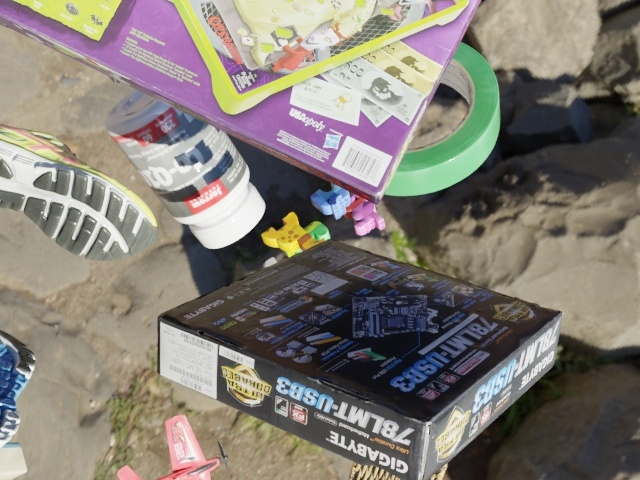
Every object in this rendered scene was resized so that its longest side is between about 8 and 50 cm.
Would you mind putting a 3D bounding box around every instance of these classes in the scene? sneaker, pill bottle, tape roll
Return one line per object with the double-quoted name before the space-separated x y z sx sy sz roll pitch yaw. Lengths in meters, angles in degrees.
"sneaker" -0.278 0.145 0.680 0.071 0.083 0.190 31 12 -11
"pill bottle" -0.223 -0.132 1.484 0.283 0.161 0.161 56 37 -30
"tape roll" 0.160 -0.231 1.564 0.322 0.077 0.321 -6 58 10
"sneaker" -0.241 -0.058 0.798 0.209 0.081 0.094 28 28 -10

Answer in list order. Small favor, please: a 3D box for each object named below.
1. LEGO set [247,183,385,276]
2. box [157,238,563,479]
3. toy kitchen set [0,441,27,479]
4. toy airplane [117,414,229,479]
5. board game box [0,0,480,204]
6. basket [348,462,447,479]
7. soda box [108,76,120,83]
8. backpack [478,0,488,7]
"LEGO set" 0.000 0.000 1.204 0.227 0.087 0.093 -39 54 -15
"box" 0.045 0.098 0.853 0.293 0.073 0.296 18 25 31
"toy kitchen set" -0.529 0.272 1.154 0.166 0.207 0.122 67 15 19
"toy airplane" -0.183 0.296 1.071 0.151 0.028 0.151 1 88 -23
"board game box" -0.065 -0.193 0.659 0.347 0.056 0.208 27 88 6
"basket" 0.184 0.635 2.125 0.223 0.213 0.299 11 61 17
"soda box" -0.243 -0.237 0.988 0.053 0.060 0.169 -24 37 -19
"backpack" 0.173 -0.431 1.268 0.273 0.290 0.355 45 64 -11
